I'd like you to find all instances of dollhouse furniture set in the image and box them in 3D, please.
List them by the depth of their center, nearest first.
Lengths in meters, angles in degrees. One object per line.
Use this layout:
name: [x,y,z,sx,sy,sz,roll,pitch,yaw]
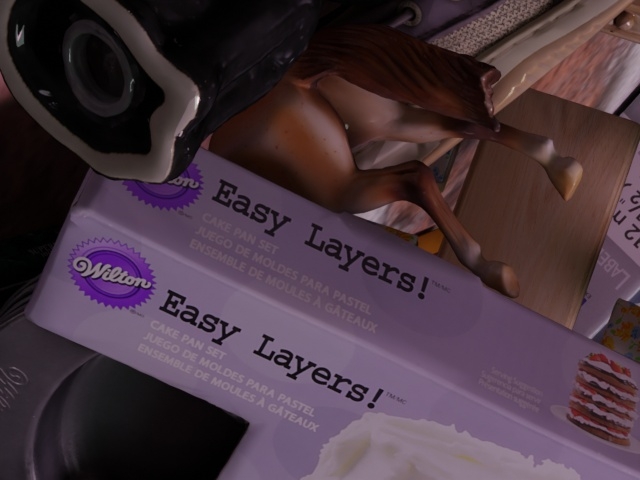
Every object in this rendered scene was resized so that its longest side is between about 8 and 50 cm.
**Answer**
dollhouse furniture set: [0.117,-0.057,0.903,0.161,0.212,0.242,61,49,-74]

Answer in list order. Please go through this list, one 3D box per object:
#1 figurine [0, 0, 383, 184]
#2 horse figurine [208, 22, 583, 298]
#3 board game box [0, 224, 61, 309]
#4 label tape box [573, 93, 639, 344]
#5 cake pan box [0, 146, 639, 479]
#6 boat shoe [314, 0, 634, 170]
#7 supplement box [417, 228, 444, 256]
figurine: [0.003,-0.146,0.648,0.209,0.092,0.215,-37,163,-48]
horse figurine: [0.000,0.000,0.794,0.066,0.174,0.263,-52,168,-50]
board game box: [-0.178,0.075,0.829,0.126,0.026,0.186,-19,150,-54]
label tape box: [0.253,-0.003,1.495,0.347,0.115,0.249,-47,163,17]
cake pan box: [-0.020,0.094,0.785,0.245,0.267,0.070,-58,-172,40]
boat shoe: [0.087,-0.130,0.797,0.285,0.092,0.103,-41,-168,22]
supplement box: [0.062,0.135,1.236,0.129,0.191,0.194,-21,152,-52]
